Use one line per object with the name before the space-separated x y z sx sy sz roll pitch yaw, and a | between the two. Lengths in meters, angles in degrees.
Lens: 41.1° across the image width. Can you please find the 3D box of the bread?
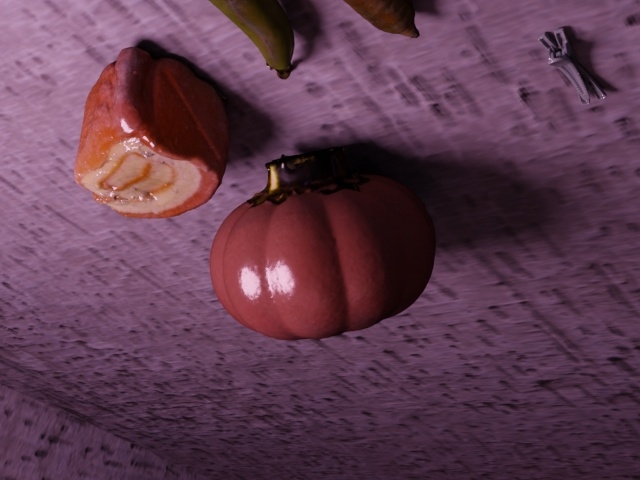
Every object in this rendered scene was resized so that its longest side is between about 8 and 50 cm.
bread | -0.225 -0.122 1.118 0.190 0.123 0.244 24 149 -24

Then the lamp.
lamp | 0.000 0.000 1.130 0.305 0.240 0.305 -12 -171 2

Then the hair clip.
hair clip | 0.275 -0.181 0.933 0.030 0.039 0.115 -10 147 41

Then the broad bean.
broad bean | -0.098 -0.264 0.884 0.075 0.067 0.325 -1 147 36

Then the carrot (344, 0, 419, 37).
carrot | -0.017 -0.292 0.816 0.070 0.070 0.342 -17 142 40
